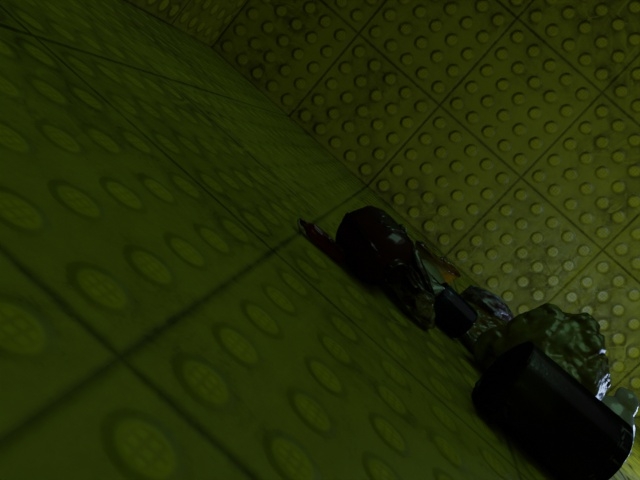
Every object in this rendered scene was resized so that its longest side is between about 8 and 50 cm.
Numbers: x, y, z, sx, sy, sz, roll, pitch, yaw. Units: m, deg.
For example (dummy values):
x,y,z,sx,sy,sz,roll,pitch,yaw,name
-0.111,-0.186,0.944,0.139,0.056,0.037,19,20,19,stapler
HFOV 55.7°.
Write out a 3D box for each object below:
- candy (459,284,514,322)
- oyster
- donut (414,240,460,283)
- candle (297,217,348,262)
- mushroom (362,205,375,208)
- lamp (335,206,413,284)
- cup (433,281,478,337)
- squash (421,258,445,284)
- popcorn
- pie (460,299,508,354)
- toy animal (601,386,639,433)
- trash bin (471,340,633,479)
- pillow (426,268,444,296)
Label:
x,y,z,sx,sy,sz,roll,pitch,yaw,name
0.621,0.275,2.259,0.290,0.157,0.214,31,20,-41,candy
0.233,0.094,1.707,0.271,0.101,0.275,-127,-164,-65,oyster
0.498,0.115,2.578,0.259,0.101,0.152,37,13,-28,donut
0.000,0.000,1.547,0.162,0.048,0.053,41,-18,-10,candle
0.212,-0.031,2.233,0.107,0.087,0.333,33,17,-20,mushroom
0.137,0.009,1.612,0.180,0.180,0.258,29,18,-47,lamp
0.399,0.212,1.873,0.138,0.113,0.150,43,13,-4,cup
0.344,0.148,2.171,0.237,0.155,0.204,40,48,-16,squash
0.638,0.326,1.707,0.293,0.293,0.334,10,9,-30,popcorn
0.570,0.313,1.988,0.338,0.075,0.337,22,24,-10,pie
0.852,0.510,1.937,0.196,0.241,0.367,41,12,-14,toy animal
0.531,0.398,1.406,0.302,0.203,0.252,41,47,2,trash bin
0.272,0.108,1.858,0.229,0.128,0.050,-126,-155,-46,pillow
